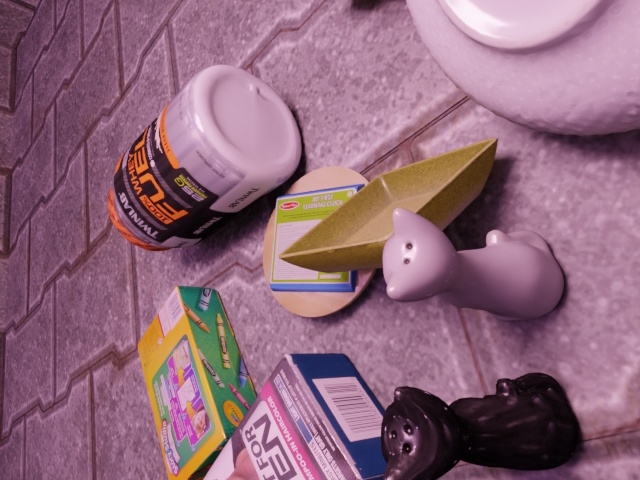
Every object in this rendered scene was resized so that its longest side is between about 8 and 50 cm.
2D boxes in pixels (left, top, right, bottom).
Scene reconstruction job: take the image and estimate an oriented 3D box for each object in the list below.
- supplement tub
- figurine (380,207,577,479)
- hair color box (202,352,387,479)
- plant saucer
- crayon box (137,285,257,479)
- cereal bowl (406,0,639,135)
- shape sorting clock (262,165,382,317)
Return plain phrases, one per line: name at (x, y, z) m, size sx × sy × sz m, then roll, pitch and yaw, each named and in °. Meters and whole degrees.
supplement tub at (-0.195, -0.109, 0.846) m, size 0.316 × 0.194 × 0.193 m, roll -31°, pitch 60°, yaw 40°
figurine at (0.121, 0.086, 0.446) m, size 0.092 × 0.210 × 0.214 m, roll -12°, pitch 73°, yaw 45°
hair color box at (-0.048, 0.320, 0.661) m, size 0.174 × 0.105 × 0.347 m, roll 51°, pitch 119°, yaw 41°
plant saucer at (0.074, -0.024, 0.564) m, size 0.188 × 0.188 × 0.045 m, roll -11°, pitch 114°, yaw 57°
crayon box at (-0.197, 0.230, 0.860) m, size 0.165 × 0.081 × 0.278 m, roll -51°, pitch 49°, yaw 28°
cereal bowl at (0.180, -0.233, 0.395) m, size 0.339 × 0.141 × 0.338 m, roll 35°, pitch 138°, yaw 38°
shape sorting clock at (0.000, 0.000, 0.722) m, size 0.206 × 0.040 × 0.206 m, roll -10°, pitch 75°, yaw 39°
